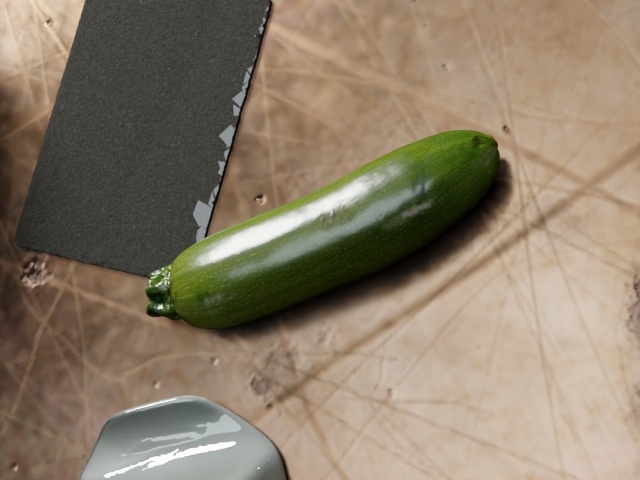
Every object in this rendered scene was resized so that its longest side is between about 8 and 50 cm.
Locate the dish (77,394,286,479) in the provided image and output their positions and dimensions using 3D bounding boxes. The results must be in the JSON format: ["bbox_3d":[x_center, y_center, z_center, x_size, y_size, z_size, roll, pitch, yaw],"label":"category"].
[{"bbox_3d":[-0.091,0.214,1.108,0.154,0.064,0.234,-16,71,13],"label":"dish"}]

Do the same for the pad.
[{"bbox_3d":[-0.124,-0.083,1.222,0.143,0.003,0.211,13,81,19],"label":"pad"}]

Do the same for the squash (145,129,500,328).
[{"bbox_3d":[0.000,0.000,1.131,0.258,0.069,0.069,-25,71,10],"label":"squash"}]
